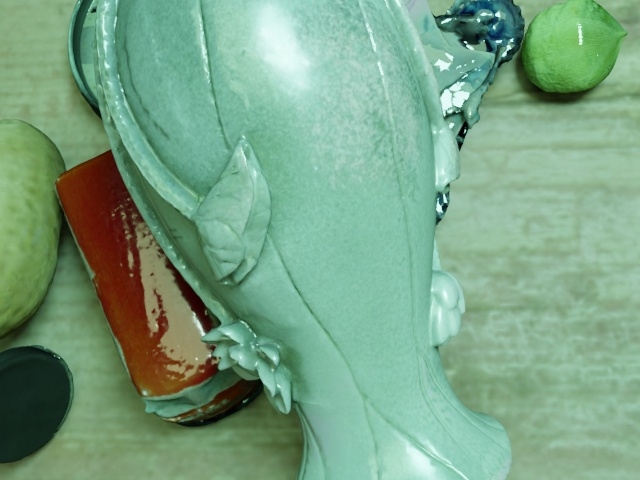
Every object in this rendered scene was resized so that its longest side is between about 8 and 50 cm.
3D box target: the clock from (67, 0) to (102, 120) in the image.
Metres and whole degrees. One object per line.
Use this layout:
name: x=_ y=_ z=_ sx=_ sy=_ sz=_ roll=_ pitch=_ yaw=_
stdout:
clock: x=-0.150 y=-0.207 z=0.804 sx=0.226 sy=0.049 sz=0.226 roll=-2 pitch=78 yaw=9

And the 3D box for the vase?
vase: x=0.000 y=0.000 z=0.603 sx=0.250 sy=0.250 sz=0.445 roll=-18 pitch=96 yaw=4

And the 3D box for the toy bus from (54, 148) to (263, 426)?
toy bus: x=-0.147 y=0.039 z=0.712 sx=0.121 sy=0.120 sz=0.265 roll=-25 pitch=76 yaw=1

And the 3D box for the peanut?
peanut: x=-0.310 y=-0.002 z=0.718 sx=0.137 sy=0.122 sz=0.253 roll=5 pitch=58 yaw=-18

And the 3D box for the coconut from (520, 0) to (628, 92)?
coconut: x=0.238 y=-0.182 z=0.728 sx=0.096 sy=0.088 sz=0.087 roll=-2 pitch=76 yaw=37

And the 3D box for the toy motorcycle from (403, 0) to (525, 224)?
toy motorcycle: x=0.059 y=-0.144 z=0.731 sx=0.204 sy=0.108 sz=0.239 roll=24 pitch=72 yaw=4

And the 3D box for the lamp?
lamp: x=-0.423 y=0.097 z=0.744 sx=0.371 sy=0.108 sz=0.130 roll=23 pitch=78 yaw=12
